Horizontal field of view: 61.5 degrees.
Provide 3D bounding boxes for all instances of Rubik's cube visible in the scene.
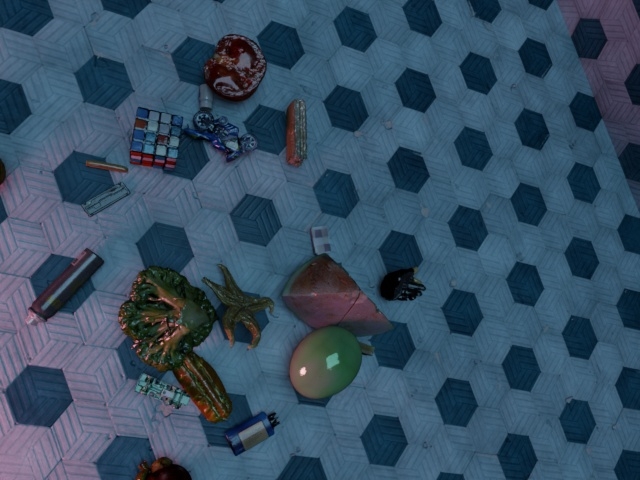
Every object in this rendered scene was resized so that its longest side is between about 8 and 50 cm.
[{"bbox_3d":[-0.550,-0.336,1.801,0.151,0.155,0.154,8,80,-17],"label":"Rubik's cube"}]

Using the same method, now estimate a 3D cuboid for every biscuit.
[{"bbox_3d":[-0.089,-0.396,1.988,0.062,0.108,0.238,0,82,-16],"label":"biscuit"}]

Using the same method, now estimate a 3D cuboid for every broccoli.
[{"bbox_3d":[-0.470,0.241,1.677,0.321,0.284,0.303,41,60,-27],"label":"broccoli"}]

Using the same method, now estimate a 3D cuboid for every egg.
[{"bbox_3d":[0.016,0.416,1.839,0.270,0.220,0.220,-39,95,-10],"label":"egg"}]

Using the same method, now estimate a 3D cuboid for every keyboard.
[{"bbox_3d":[-0.714,-0.138,1.793,0.155,0.010,0.053,-35,94,-20],"label":"keyboard"}]

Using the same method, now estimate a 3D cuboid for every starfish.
[{"bbox_3d":[-0.286,0.218,1.803,0.302,0.060,0.299,51,32,2],"label":"starfish"}]

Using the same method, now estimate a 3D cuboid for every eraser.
[{"bbox_3d":[0.000,0.000,2.001,0.065,0.026,0.105,-9,84,-22],"label":"eraser"}]

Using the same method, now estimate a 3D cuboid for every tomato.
[{"bbox_3d":[-0.304,-0.604,1.931,0.201,0.139,0.233,34,83,-6],"label":"tomato"}]

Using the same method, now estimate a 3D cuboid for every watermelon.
[{"bbox_3d":[0.072,0.184,1.920,0.292,0.320,0.222,56,30,-42],"label":"watermelon"}]

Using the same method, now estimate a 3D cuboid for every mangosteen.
[{"bbox_3d":[-0.495,0.765,1.657,0.200,0.200,0.199,3,81,-18],"label":"mangosteen"}]

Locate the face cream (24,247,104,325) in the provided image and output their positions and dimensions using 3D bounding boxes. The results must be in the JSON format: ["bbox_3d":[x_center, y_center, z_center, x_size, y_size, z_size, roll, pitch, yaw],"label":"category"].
[{"bbox_3d":[-0.805,0.148,1.686,0.073,0.073,0.283,42,72,-8],"label":"face cream"}]

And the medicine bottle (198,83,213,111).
[{"bbox_3d":[-0.409,-0.512,1.928,0.052,0.052,0.089,3,81,-18],"label":"medicine bottle"}]

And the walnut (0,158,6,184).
[{"bbox_3d":[-1.052,-0.229,1.611,0.207,0.167,0.167,37,72,-1],"label":"walnut"}]

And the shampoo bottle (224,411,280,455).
[{"bbox_3d":[-0.223,0.644,1.816,0.183,0.050,0.087,-25,87,-20],"label":"shampoo bottle"}]

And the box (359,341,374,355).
[{"bbox_3d":[0.147,0.393,1.962,0.083,0.079,0.035,22,74,-14],"label":"box"}]

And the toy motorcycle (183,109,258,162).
[{"bbox_3d":[-0.353,-0.362,1.908,0.255,0.092,0.135,27,84,-4],"label":"toy motorcycle"}]

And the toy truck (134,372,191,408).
[{"bbox_3d":[-0.503,0.483,1.727,0.175,0.081,0.067,24,75,-8],"label":"toy truck"}]

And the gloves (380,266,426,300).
[{"bbox_3d":[0.319,0.167,2.057,0.181,0.106,0.129,5,80,-47],"label":"gloves"}]

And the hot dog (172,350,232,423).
[{"bbox_3d":[-0.385,0.483,1.779,0.115,0.072,0.269,-40,95,-27],"label":"hot dog"}]

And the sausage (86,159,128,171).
[{"bbox_3d":[-0.715,-0.249,1.802,0.133,0.024,0.024,8,79,-16],"label":"sausage"}]
